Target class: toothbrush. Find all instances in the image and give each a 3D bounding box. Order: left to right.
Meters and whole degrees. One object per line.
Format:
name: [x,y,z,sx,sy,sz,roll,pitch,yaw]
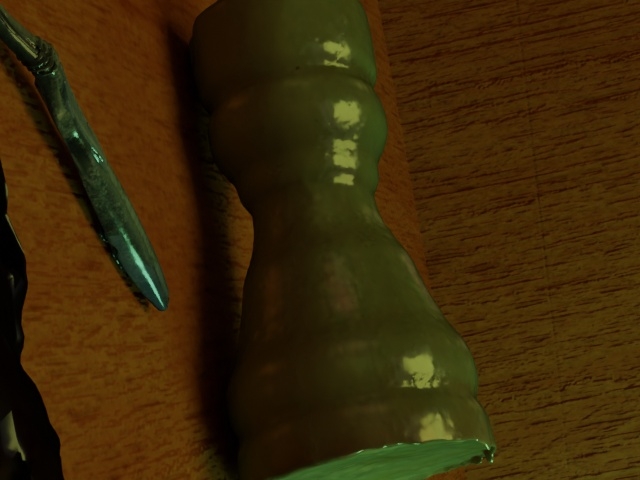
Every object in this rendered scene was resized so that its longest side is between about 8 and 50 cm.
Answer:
toothbrush: [-0.175,-0.085,1.117,0.413,0.042,0.035,69,15,-46]

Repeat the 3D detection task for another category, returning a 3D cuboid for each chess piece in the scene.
chess piece: [0.000,0.000,1.454,0.234,0.234,0.442,45,31,-69]

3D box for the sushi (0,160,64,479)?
sushi: [-0.199,0.032,0.345,0.299,0.281,0.294,-36,115,-61]
